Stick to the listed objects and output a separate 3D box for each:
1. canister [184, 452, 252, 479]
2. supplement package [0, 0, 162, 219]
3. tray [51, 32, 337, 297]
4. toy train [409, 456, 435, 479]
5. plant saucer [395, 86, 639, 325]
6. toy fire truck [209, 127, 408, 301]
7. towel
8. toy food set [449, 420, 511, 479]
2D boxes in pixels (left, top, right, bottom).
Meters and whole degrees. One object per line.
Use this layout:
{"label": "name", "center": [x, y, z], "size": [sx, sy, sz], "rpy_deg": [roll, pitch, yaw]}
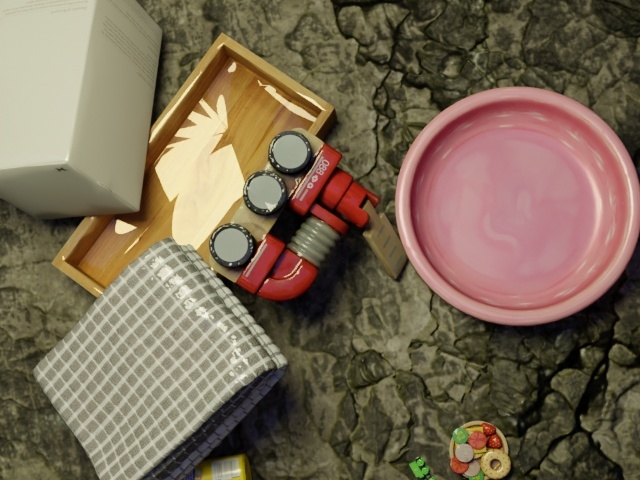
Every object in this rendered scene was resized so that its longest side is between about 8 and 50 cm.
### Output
{"label": "canister", "center": [-0.178, 0.365, 1.212], "size": [0.170, 0.073, 0.126], "rpy_deg": [-9, 80, 1]}
{"label": "supplement package", "center": [-0.348, -0.197, 1.212], "size": [0.175, 0.177, 0.293], "rpy_deg": [-4, 69, 19]}
{"label": "tray", "center": [-0.176, -0.072, 1.277], "size": [0.203, 0.076, 0.411], "rpy_deg": [35, 85, 9]}
{"label": "toy train", "center": [0.150, 0.339, 1.219], "size": [0.023, 0.017, 0.083], "rpy_deg": [-31, 81, 9]}
{"label": "plant saucer", "center": [0.270, -0.045, 1.234], "size": [0.332, 0.084, 0.332], "rpy_deg": [0, 82, 4]}
{"label": "toy fire truck", "center": [0.000, 0.000, 1.189], "size": [0.246, 0.158, 0.217], "rpy_deg": [32, 86, -2]}
{"label": "towel", "center": [-0.215, 0.171, 1.136], "size": [0.284, 0.121, 0.235], "rpy_deg": [-45, 74, 7]}
{"label": "toy food set", "center": [0.218, 0.292, 1.219], "size": [0.082, 0.020, 0.083], "rpy_deg": [-10, 81, 3]}
